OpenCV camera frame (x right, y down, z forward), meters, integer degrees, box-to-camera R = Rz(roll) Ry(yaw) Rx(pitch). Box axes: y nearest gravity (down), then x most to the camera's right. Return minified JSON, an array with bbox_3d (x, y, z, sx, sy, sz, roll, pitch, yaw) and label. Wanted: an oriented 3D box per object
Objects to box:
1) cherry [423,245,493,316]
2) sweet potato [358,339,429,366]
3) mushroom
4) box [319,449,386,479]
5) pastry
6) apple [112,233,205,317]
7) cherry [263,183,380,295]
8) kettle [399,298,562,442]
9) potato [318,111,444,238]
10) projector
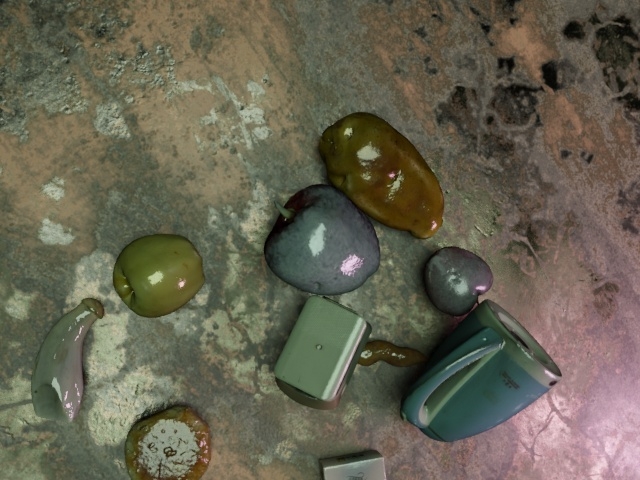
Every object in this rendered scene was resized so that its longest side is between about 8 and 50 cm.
[{"bbox_3d":[0.332,0.101,1.559,0.176,0.140,0.176,1,80,-5],"label":"cherry"},{"bbox_3d":[0.170,0.281,1.564,0.218,0.051,0.065,4,84,-12],"label":"sweet potato"},{"bbox_3d":[-0.564,0.255,1.393,0.118,0.103,0.270,12,81,-11],"label":"mushroom"},{"bbox_3d":[0.085,0.646,1.527,0.155,0.067,0.242,-7,90,-13],"label":"box"},{"bbox_3d":[-0.345,0.473,1.432,0.193,0.093,0.182,-11,88,-11],"label":"pastry"},{"bbox_3d":[-0.358,0.076,1.398,0.200,0.200,0.200,0,88,-12],"label":"apple"},{"bbox_3d":[0.000,0.000,1.447,0.296,0.218,0.255,35,46,-16],"label":"cherry"},{"bbox_3d":[0.337,0.329,1.478,0.342,0.247,0.319,-46,139,14],"label":"kettle"},{"bbox_3d":[0.159,-0.153,1.525,0.369,0.176,0.195,41,47,-11],"label":"potato"},{"bbox_3d":[0.005,0.261,1.454,0.163,0.177,0.242,23,81,15],"label":"projector"}]
